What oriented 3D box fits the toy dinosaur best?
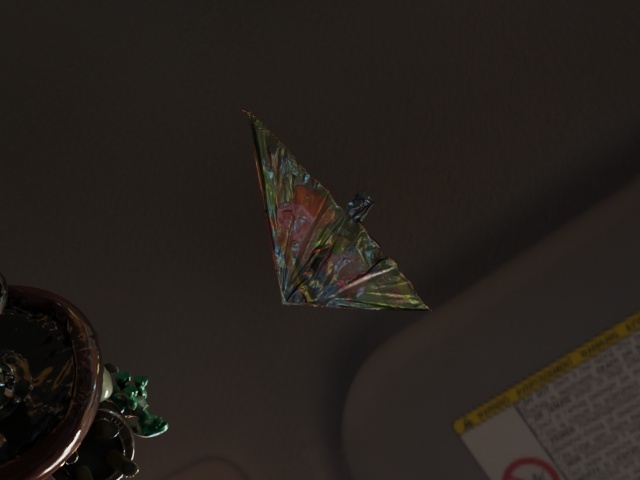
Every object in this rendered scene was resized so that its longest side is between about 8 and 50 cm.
[{"bbox_3d":[-0.298,0.258,1.522,0.132,0.059,0.096,2,-66,23],"label":"toy dinosaur"}]

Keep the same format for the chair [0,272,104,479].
[{"bbox_3d":[-0.306,0.061,0.791,0.227,0.226,0.401,1,-35,6],"label":"chair"}]

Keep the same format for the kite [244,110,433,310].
[{"bbox_3d":[0.000,0.000,1.090,0.321,0.234,0.016,46,-48,-8],"label":"kite"}]

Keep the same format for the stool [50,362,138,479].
[{"bbox_3d":[-0.314,0.254,1.351,0.125,0.121,0.217,3,-87,-26],"label":"stool"}]
